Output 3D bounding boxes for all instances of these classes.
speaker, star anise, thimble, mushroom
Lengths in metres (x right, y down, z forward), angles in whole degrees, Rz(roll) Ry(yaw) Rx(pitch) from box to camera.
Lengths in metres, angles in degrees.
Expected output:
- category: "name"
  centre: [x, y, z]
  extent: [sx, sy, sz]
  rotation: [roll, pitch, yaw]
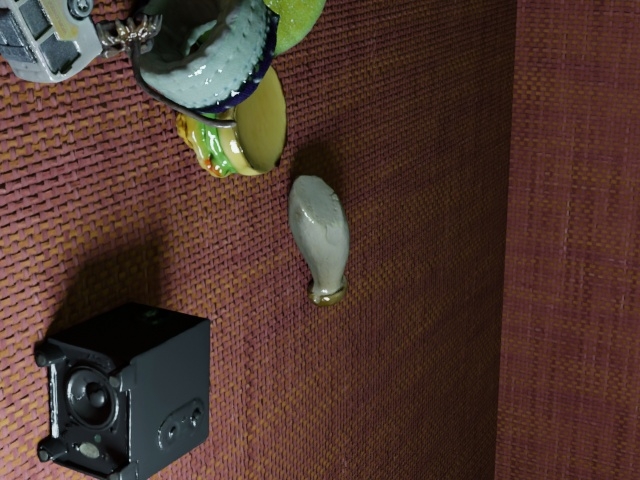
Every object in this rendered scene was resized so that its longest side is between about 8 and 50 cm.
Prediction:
- category: "speaker"
  centre: [-0.315, 0.248, 1.726]
  extent: [0.254, 0.184, 0.232]
  rotation: [-23, 119, -60]
- category: "star anise"
  centre: [-0.246, -0.246, 1.593]
  extent: [0.148, 0.218, 0.227]
  rotation: [-5, 78, -68]
- category: "thimble"
  centre: [-0.189, -0.333, 1.721]
  extent: [0.150, 0.237, 0.237]
  rotation: [37, 66, -57]
- category: "mushroom"
  centre: [0.000, 0.000, 2.304]
  extent: [0.128, 0.128, 0.350]
  rotation: [-53, 146, -41]

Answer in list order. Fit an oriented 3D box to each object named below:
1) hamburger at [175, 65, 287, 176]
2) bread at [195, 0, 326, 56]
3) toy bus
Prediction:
- category: "hamburger"
  centre: [-0.167, -0.218, 1.884]
  extent: [0.237, 0.149, 0.237]
  rotation: [0, 90, -67]
- category: "bread"
  centre: [-0.113, -0.452, 1.879]
  extent: [0.301, 0.045, 0.301]
  rotation: [-17, 127, -24]
- category: "toy bus"
  centre: [-0.416, -0.372, 1.427]
  extent: [0.138, 0.097, 0.342]
  rotation: [-56, 143, -34]
